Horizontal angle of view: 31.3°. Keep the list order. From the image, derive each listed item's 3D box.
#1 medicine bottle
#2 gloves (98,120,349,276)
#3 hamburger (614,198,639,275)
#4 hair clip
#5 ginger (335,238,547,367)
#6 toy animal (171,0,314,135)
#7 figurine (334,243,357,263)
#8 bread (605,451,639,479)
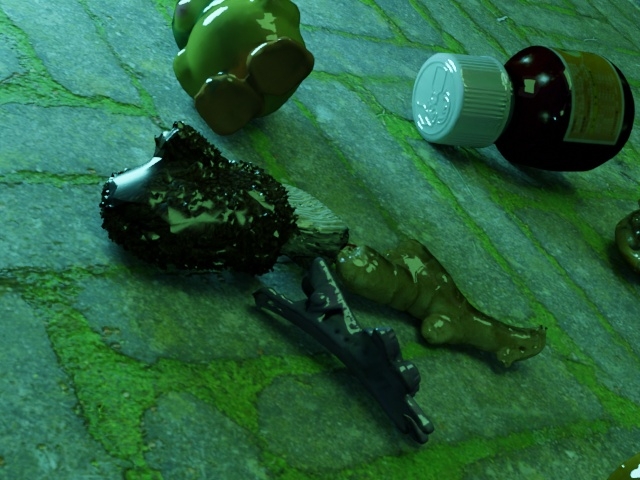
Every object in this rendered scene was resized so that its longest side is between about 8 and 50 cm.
[{"bbox_3d":[0.376,-0.249,2.131,0.395,0.242,0.242,0,43,-33],"label":"medicine bottle"},{"bbox_3d":[-0.127,-0.041,1.448,0.312,0.135,0.210,-2,51,-41],"label":"gloves"},{"bbox_3d":[0.649,-0.005,2.130,0.283,0.144,0.156,8,31,-43],"label":"hamburger"},{"bbox_3d":[0.047,0.125,1.397,0.278,0.137,0.090,40,66,13],"label":"hair clip"},{"bbox_3d":[0.167,0.085,1.599,0.333,0.081,0.148,32,31,-10],"label":"ginger"},{"bbox_3d":[-0.120,-0.301,1.787,0.191,0.216,0.338,44,14,-41],"label":"toy animal"},{"bbox_3d":[0.000,0.000,1.573,0.083,0.067,0.071,2,54,-58],"label":"figurine"},{"bbox_3d":[0.412,0.347,1.303,0.236,0.236,0.070,30,31,-6],"label":"bread"}]
